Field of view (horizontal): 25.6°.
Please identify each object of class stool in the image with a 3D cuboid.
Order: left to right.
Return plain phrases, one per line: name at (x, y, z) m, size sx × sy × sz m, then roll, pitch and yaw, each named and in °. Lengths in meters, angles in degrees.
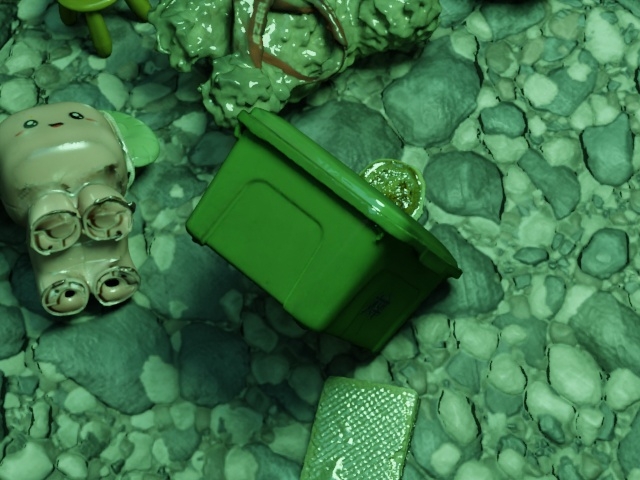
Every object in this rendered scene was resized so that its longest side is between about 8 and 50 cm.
stool at (-0.308, -0.337, 1.959) m, size 0.134 × 0.110 × 0.135 m, roll -3°, pitch 66°, yaw 7°

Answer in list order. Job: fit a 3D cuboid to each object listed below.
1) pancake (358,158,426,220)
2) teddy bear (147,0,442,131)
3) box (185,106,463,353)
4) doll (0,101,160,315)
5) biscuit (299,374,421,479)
pancake at (0.087, -0.061, 1.832) m, size 0.108 × 0.017 × 0.108 m, roll -1°, pitch 67°, yaw 3°
teddy bear at (-0.071, -0.357, 1.832) m, size 0.357 × 0.224 × 0.367 m, roll -28°, pitch 97°, yaw -13°
box at (0.000, 0.000, 1.649) m, size 0.253 × 0.328 × 0.178 m, roll 39°, pitch 92°, yaw 22°
doll at (-0.337, -0.069, 1.818) m, size 0.284 × 0.216 × 0.268 m, roll -12°, pitch 38°, yaw -16°
biscuit at (0.041, 0.262, 1.674) m, size 0.121 × 0.040 × 0.199 m, roll 9°, pitch 67°, yaw 13°
